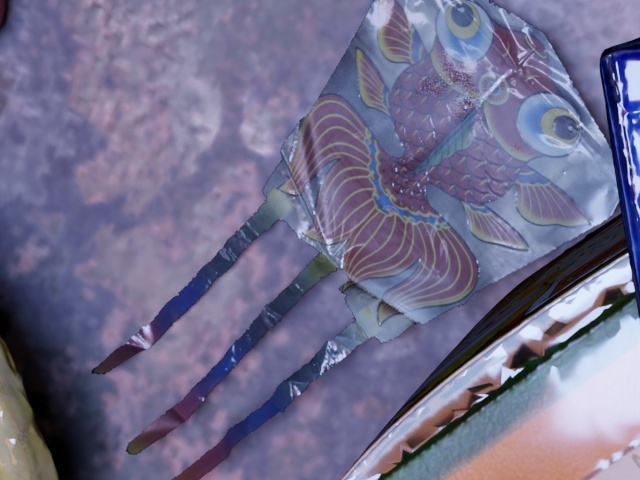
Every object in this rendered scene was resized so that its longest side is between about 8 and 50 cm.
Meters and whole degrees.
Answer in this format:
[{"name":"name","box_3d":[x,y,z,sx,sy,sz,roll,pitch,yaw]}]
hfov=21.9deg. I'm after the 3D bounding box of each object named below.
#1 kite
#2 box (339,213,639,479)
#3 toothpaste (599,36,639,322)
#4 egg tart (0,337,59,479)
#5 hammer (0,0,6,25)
[{"name":"kite","box_3d":[0.001,0.000,0.632,0.229,0.016,0.127,-41,68,16]},{"name":"box","box_3d":[0.118,0.069,0.527,0.177,0.195,0.148,-39,86,16]},{"name":"toothpaste","box_3d":[0.121,0.106,0.389,0.066,0.076,0.320,-10,96,11]},{"name":"egg tart","box_3d":[-0.258,0.112,0.613,0.319,0.128,0.319,3,105,12]},{"name":"hammer","box_3d":[-0.166,-0.098,0.657,0.083,0.043,0.043,2,97,15]}]
